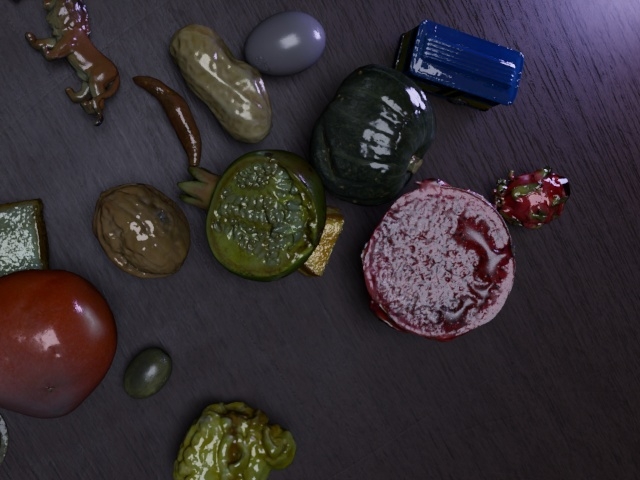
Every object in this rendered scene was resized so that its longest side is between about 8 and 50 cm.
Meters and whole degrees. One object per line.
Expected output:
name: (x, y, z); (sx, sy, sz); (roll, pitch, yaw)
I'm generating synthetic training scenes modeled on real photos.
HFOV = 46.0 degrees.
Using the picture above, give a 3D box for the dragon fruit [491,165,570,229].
dragon fruit: (0.542, -0.115, 1.959); (0.171, 0.160, 0.167); (-12, 119, -14)

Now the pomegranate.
pomegranate: (-0.145, -0.078, 1.755); (0.358, 0.216, 0.310); (24, 110, 18)

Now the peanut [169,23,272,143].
peanut: (-0.221, -0.365, 1.748); (0.152, 0.152, 0.313); (-43, 99, -9)

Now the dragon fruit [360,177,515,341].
dragon fruit: (0.281, 0.046, 1.853); (0.370, 0.249, 0.387); (-5, 90, 1)

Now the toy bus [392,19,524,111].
toy bus: (0.337, -0.427, 1.878); (0.287, 0.175, 0.138); (14, 88, -15)

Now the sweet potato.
sweet potato: (-0.340, -0.294, 1.769); (0.078, 0.058, 0.255); (-32, 96, 9)

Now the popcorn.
popcorn: (-0.216, 0.491, 1.774); (0.286, 0.174, 0.225); (-32, 92, -12)

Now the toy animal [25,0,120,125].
toy animal: (-0.540, -0.421, 1.694); (0.157, 0.097, 0.312); (-39, 103, -16)

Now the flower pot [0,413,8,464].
flower pot: (-0.790, 0.450, 1.608); (0.212, 0.202, 0.213); (0, 88, -15)

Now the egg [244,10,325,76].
egg: (-0.084, -0.463, 1.781); (0.198, 0.146, 0.147); (-14, 96, -7)

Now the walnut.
walnut: (-0.398, -0.020, 1.694); (0.198, 0.198, 0.245); (-43, 109, -9)

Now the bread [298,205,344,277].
bread: (0.000, 0.000, 1.845); (0.065, 0.103, 0.187); (27, 90, -12)

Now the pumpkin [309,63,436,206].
pumpkin: (0.126, -0.240, 1.784); (0.257, 0.291, 0.328); (30, 97, 15)

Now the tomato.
tomato: (-0.601, 0.219, 1.571); (0.341, 0.341, 0.273); (-14, 54, -14)

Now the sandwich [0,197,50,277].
sandwich: (-0.734, 0.025, 1.662); (0.251, 0.087, 0.226); (-6, 95, -14)

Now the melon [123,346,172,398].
melon: (-0.402, 0.309, 1.753); (0.098, 0.098, 0.131); (36, 85, -13)
